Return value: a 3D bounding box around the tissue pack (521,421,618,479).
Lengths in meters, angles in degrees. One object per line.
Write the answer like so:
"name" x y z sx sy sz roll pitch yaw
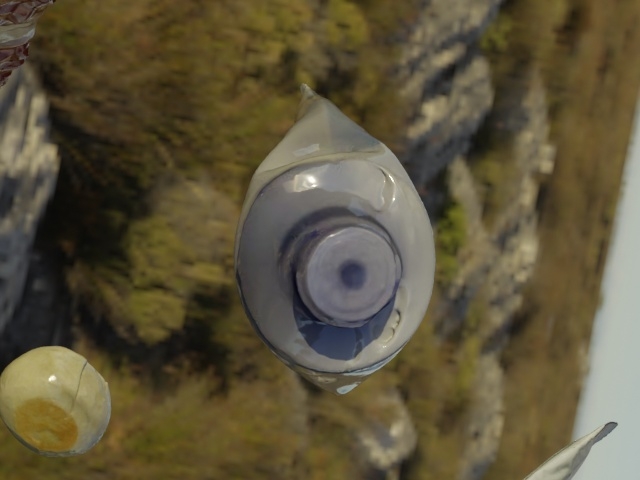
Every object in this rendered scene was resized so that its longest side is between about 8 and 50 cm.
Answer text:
"tissue pack" 0.148 0.209 1.250 0.193 0.026 0.122 -31 161 -49

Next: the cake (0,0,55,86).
"cake" -0.318 -0.200 0.911 0.319 0.269 0.270 152 -76 -68

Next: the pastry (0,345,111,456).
"pastry" -0.348 0.213 2.118 0.092 0.156 0.156 -70 167 -56

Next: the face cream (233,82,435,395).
"face cream" 0.000 0.000 1.260 0.420 0.137 0.235 -121 -154 -83
